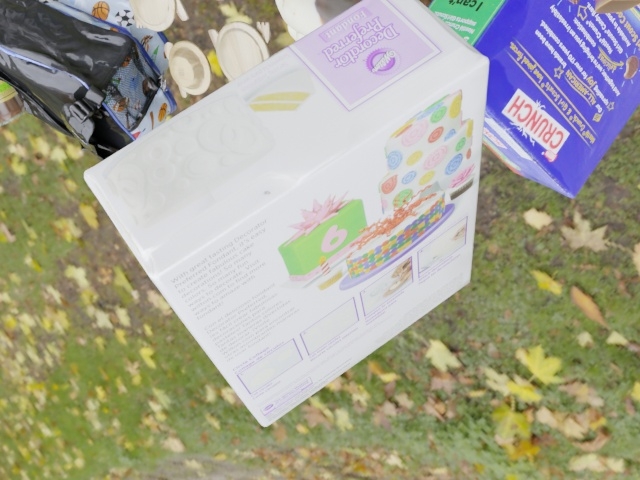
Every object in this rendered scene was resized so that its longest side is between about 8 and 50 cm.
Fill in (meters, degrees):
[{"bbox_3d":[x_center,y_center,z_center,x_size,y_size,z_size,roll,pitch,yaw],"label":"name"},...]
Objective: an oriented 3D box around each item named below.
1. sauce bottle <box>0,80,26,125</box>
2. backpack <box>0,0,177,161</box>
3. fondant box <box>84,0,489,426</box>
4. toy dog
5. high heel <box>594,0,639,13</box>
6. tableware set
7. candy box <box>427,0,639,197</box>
[{"bbox_3d":[-0.581,-0.339,1.257,0.111,0.111,0.344,10,130,46],"label":"sauce bottle"},{"bbox_3d":[-0.336,-0.239,1.173,0.276,0.213,0.263,29,161,18],"label":"backpack"},{"bbox_3d":[0.000,0.000,0.620,0.096,0.238,0.330,51,169,25],"label":"fondant box"},{"bbox_3d":[0.121,-0.506,1.818,0.408,0.395,0.285,38,102,26],"label":"toy dog"},{"bbox_3d":[0.298,-0.282,0.678,0.244,0.082,0.117,166,100,-84],"label":"high heel"},{"bbox_3d":[-0.115,-0.206,0.772,0.168,0.020,0.141,-3,114,40],"label":"tableware set"},{"bbox_3d":[0.283,-0.255,0.945,0.268,0.317,0.122,35,179,-37],"label":"candy box"}]
